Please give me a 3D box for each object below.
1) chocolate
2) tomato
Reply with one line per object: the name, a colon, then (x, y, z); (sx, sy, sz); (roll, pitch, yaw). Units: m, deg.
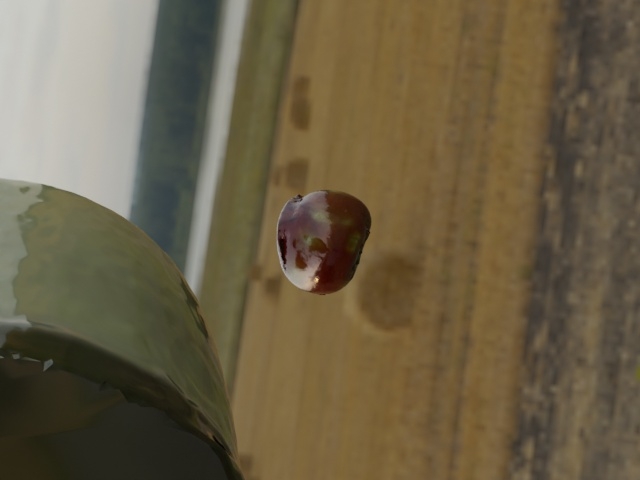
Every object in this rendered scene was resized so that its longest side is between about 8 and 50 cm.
chocolate: (-0.188, 0.129, 1.038); (0.297, 0.314, 0.326); (-91, -18, -66)
tomato: (0.000, 0.000, 1.429); (0.087, 0.075, 0.087); (17, -90, -86)
